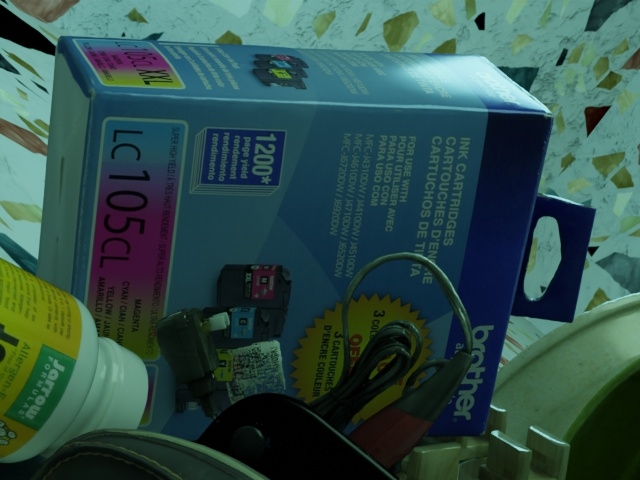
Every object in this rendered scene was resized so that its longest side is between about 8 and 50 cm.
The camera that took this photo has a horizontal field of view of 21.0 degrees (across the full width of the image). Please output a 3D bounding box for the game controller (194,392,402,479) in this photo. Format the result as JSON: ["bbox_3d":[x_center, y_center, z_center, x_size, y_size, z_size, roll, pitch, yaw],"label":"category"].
[{"bbox_3d":[0.035,0.235,0.990,0.319,0.166,0.067,38,-8,13],"label":"game controller"}]

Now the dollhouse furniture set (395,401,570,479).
[{"bbox_3d":[0.088,0.235,1.280,0.212,0.161,0.242,-3,18,-32],"label":"dollhouse furniture set"}]

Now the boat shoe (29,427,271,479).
[{"bbox_3d":[-0.027,0.226,0.909,0.355,0.132,0.130,38,7,17],"label":"boat shoe"}]

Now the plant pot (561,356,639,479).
[{"bbox_3d":[0.409,0.294,1.364,0.353,0.366,0.366,20,16,-32],"label":"plant pot"}]

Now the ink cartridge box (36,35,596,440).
[{"bbox_3d":[0.000,0.000,1.267,0.395,0.270,0.151,0,24,-20],"label":"ink cartridge box"}]

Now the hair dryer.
[{"bbox_3d":[-0.005,0.165,1.069,0.080,0.224,0.293,-5,85,-59],"label":"hair dryer"}]

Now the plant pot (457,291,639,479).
[{"bbox_3d":[0.321,0.272,1.684,0.334,0.334,0.305,25,25,-56],"label":"plant pot"}]

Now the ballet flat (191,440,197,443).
[{"bbox_3d":[-0.081,0.153,1.377,0.250,0.084,0.058,39,43,-2],"label":"ballet flat"}]

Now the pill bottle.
[{"bbox_3d":[-0.213,0.068,1.067,0.208,0.117,0.117,32,9,-35],"label":"pill bottle"}]
